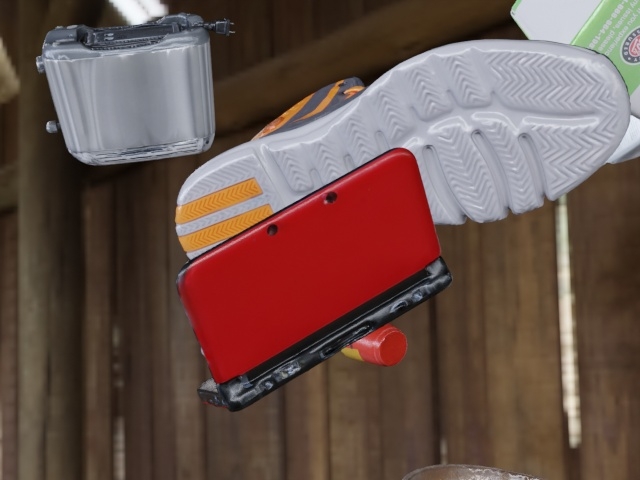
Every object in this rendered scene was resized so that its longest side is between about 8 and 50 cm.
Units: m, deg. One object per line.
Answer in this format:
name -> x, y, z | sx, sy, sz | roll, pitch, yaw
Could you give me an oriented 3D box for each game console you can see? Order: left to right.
game console -> -0.011, 0.022, 0.770 | 0.144, 0.085, 0.124 | -29, 5, -16

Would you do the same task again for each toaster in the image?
toaster -> -0.206, -0.175, 1.629 | 0.227, 0.146, 0.129 | -8, 22, -6

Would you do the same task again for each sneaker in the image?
sneaker -> 0.058, -0.079, 1.001 | 0.321, 0.125, 0.180 | -14, 17, 17

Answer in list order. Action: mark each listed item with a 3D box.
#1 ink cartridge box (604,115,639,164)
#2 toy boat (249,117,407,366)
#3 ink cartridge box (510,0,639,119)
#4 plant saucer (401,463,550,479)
ink cartridge box -> 0.371, -0.219, 1.743 | 0.045, 0.223, 0.224 | -5, -18, -33
toy boat -> 0.000, 0.000, 1.586 | 0.267, 0.318, 0.148 | -32, 29, -27
ink cartridge box -> 0.314, -0.168, 1.049 | 0.273, 0.198, 0.115 | 25, 22, -25
plant saucer -> 0.207, 0.273, 1.184 | 0.310, 0.050, 0.310 | 15, 9, -3
